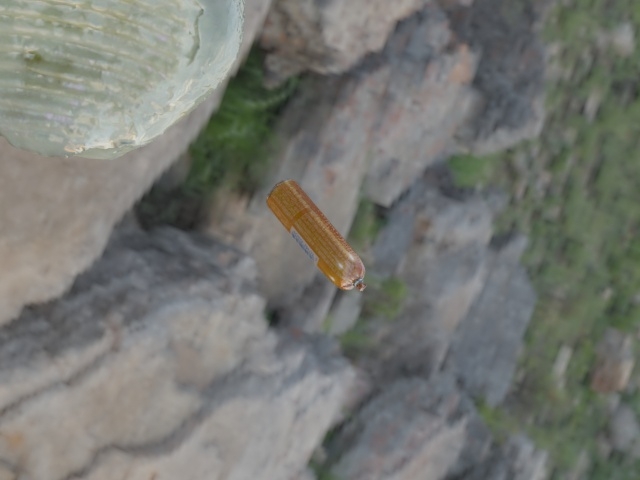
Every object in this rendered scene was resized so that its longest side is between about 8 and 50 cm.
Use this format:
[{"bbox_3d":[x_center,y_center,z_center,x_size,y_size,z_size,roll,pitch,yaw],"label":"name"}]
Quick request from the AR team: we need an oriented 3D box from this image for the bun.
[{"bbox_3d":[-0.154,-0.179,1.075,0.141,0.239,0.239,-62,166,-67],"label":"bun"}]

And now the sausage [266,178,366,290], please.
[{"bbox_3d":[0.000,0.000,1.227,0.031,0.107,0.031,-32,155,-17],"label":"sausage"}]
